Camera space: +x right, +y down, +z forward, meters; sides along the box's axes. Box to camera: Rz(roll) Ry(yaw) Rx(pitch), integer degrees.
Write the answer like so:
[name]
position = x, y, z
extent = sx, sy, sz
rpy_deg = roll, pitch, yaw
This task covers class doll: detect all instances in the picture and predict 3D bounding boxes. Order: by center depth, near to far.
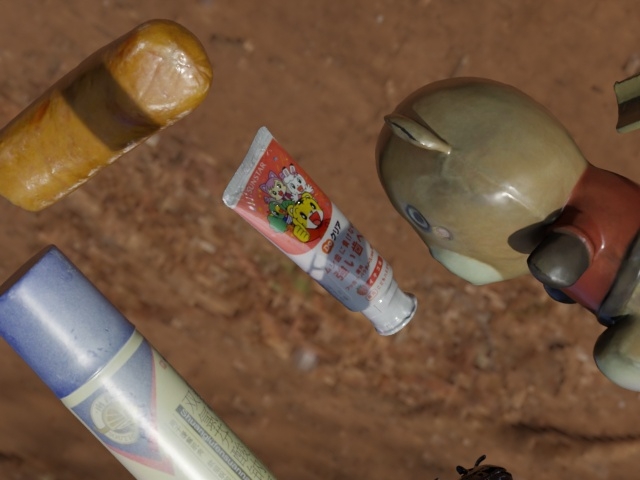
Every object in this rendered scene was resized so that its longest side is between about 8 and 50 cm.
[doll]
position = 0.195, -0.017, 1.376
extent = 0.330, 0.174, 0.235
rpy_deg = 35, -169, 9

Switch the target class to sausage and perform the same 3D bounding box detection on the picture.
[sausage]
position = -0.206, -0.123, 1.568
extent = 0.270, 0.109, 0.109
rpy_deg = -30, 123, 36

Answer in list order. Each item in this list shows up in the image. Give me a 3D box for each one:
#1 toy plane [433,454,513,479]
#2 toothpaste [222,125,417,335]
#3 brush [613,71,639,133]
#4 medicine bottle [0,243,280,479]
[toy plane]
position = 0.110, 0.226, 1.198
extent = 0.078, 0.053, 0.197
rpy_deg = 44, 138, 31
[toothpaste]
position = 0.000, 0.000, 1.531
extent = 0.057, 0.089, 0.234
rpy_deg = -11, 133, 47
[brush]
position = 0.354, -0.150, 1.456
extent = 0.048, 0.054, 0.282
rpy_deg = 3, 169, -26
[medicine bottle]
position = -0.090, 0.104, 0.915
extent = 0.231, 0.059, 0.059
rpy_deg = 48, 156, -11
